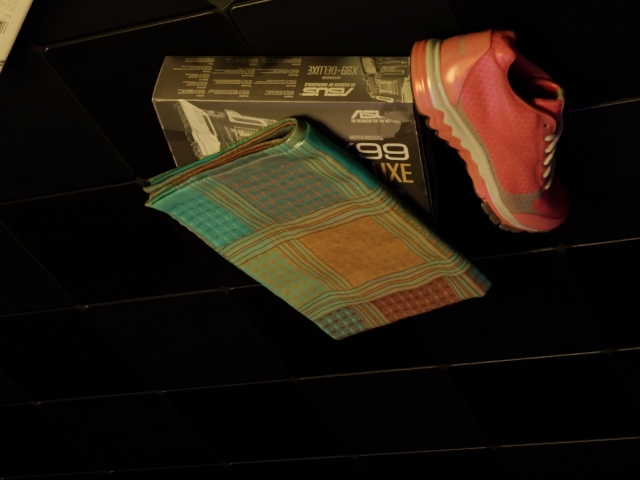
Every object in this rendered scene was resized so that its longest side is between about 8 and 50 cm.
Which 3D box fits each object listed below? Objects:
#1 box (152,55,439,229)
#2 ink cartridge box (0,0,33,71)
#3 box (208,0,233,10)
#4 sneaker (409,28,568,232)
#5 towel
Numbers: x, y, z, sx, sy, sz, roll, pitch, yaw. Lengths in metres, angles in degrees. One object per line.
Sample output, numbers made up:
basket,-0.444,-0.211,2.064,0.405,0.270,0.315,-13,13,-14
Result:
box,-0.020,-0.112,1.609,0.307,0.076,0.242,3,144,13
ink cartridge box,-0.405,-0.267,1.487,0.160,0.093,0.219,24,143,-16
box,-0.113,-0.294,1.410,0.083,0.052,0.062,32,140,-28
sneaker,0.225,-0.116,1.510,0.136,0.116,0.314,-16,136,30
towel,0.000,0.000,1.660,0.271,0.040,0.370,-20,134,38
